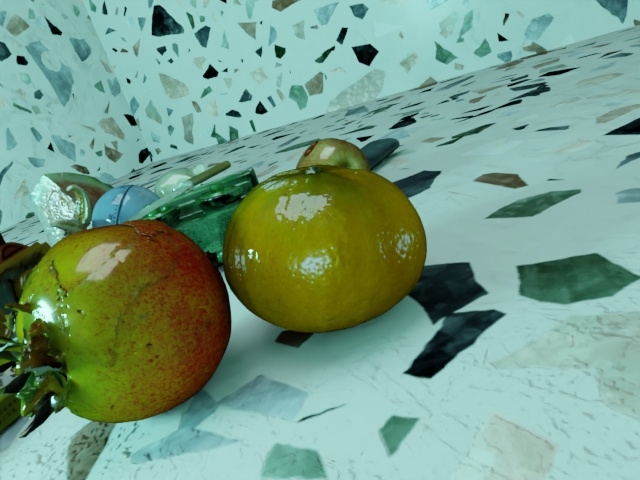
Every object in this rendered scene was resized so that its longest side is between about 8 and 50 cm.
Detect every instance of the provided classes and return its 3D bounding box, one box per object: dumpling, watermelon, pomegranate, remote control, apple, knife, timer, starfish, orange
[{"bbox_3d":[-0.441,-0.139,1.495,0.215,0.126,0.167,-10,46,0],"label":"dumpling"},{"bbox_3d":[-0.609,-0.059,1.332,0.192,0.232,0.310,-16,-26,14],"label":"watermelon"},{"bbox_3d":[-0.203,0.084,0.498,0.210,0.210,0.235,-7,15,32],"label":"pomegranate"},{"bbox_3d":[0.068,-0.163,1.159,0.107,0.044,0.377,0,27,35],"label":"remote control"},{"bbox_3d":[0.027,-0.121,0.929,0.146,0.147,0.131,-28,6,-23],"label":"apple"},{"bbox_3d":[-0.229,-0.086,0.819,0.047,0.017,0.298,-3,24,27],"label":"knife"},{"bbox_3d":[-0.366,-0.017,1.070,0.175,0.255,0.175,-55,14,22],"label":"timer"},{"bbox_3d":[-0.512,0.004,1.017,0.071,0.239,0.216,5,1,-23],"label":"starfish"},{"bbox_3d":[0.000,0.000,0.561,0.239,0.172,0.240,-10,15,3],"label":"orange"}]

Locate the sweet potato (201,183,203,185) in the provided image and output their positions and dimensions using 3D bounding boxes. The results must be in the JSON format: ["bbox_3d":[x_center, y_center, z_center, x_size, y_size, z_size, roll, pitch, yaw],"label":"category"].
[{"bbox_3d":[-0.396,-0.163,1.613,0.117,0.050,0.049,-6,20,5],"label":"sweet potato"}]

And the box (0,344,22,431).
[{"bbox_3d":[-0.442,0.218,0.601,0.152,0.041,0.279,-12,20,24],"label":"box"}]

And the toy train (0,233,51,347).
[{"bbox_3d":[-0.586,0.087,0.768,0.163,0.232,0.369,-32,16,11],"label":"toy train"}]

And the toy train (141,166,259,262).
[{"bbox_3d":[-0.212,-0.024,0.892,0.265,0.145,0.202,-19,17,-1],"label":"toy train"}]
